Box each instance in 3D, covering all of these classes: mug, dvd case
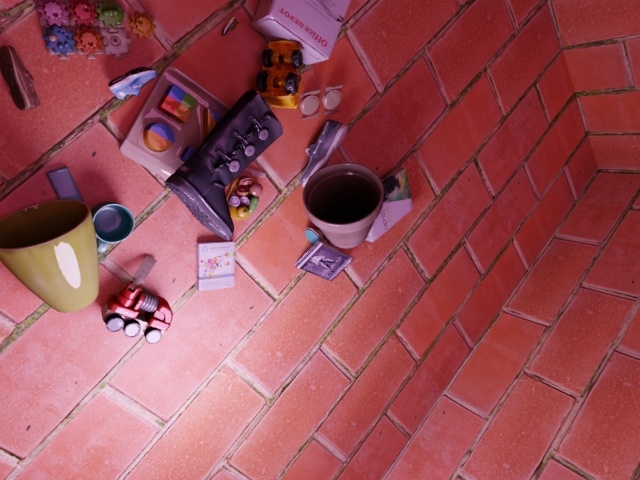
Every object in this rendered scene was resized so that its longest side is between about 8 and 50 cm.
[{"bbox_3d":[-0.703,-0.055,1.495,0.158,0.097,0.129,-41,123,-23],"label":"mug"},{"bbox_3d":[0.019,0.095,2.020,0.221,0.018,0.164,25,120,-36],"label":"dvd case"}]

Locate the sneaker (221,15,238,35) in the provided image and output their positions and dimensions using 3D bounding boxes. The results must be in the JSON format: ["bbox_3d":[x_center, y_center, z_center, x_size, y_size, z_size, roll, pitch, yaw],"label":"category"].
[{"bbox_3d":[-0.324,-0.769,1.640,0.035,0.031,0.083,35,80,-35],"label":"sneaker"}]

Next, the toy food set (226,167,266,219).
[{"bbox_3d":[-0.284,-0.180,1.772,0.128,0.071,0.217,22,87,-36],"label":"toy food set"}]

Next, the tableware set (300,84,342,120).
[{"bbox_3d":[-0.004,-0.580,1.885,0.194,0.039,0.128,-20,141,-24],"label":"tableware set"}]

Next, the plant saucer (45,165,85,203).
[{"bbox_3d":[-0.805,-0.139,1.461,0.067,0.018,0.191,-27,113,-27],"label":"plant saucer"}]

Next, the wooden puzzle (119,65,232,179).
[{"bbox_3d":[-0.471,-0.376,1.597,0.322,0.081,0.347,32,82,-35],"label":"wooden puzzle"}]

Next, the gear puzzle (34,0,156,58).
[{"bbox_3d":[-0.678,-0.662,1.415,0.339,0.044,0.175,-15,108,-31],"label":"gear puzzle"}]

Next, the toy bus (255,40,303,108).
[{"bbox_3d":[-0.131,-0.612,1.739,0.211,0.150,0.220,31,69,-71],"label":"toy bus"}]

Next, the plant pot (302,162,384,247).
[{"bbox_3d":[0.106,-0.118,1.909,0.323,0.323,0.280,-45,152,-18],"label":"plant pot"}]

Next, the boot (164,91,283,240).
[{"bbox_3d":[-0.300,-0.261,1.648,0.445,0.146,0.367,-56,150,-19],"label":"boot"}]

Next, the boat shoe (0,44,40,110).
[{"bbox_3d":[-0.873,-0.471,1.321,0.060,0.064,0.177,-42,127,-56],"label":"boat shoe"}]

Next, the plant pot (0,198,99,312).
[{"bbox_3d":[-0.795,0.068,1.386,0.275,0.275,0.293,-26,128,-27],"label":"plant pot"}]

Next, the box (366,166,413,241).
[{"bbox_3d":[0.308,-0.173,2.153,0.322,0.059,0.232,-39,127,-28],"label":"box"}]

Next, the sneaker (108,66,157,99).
[{"bbox_3d":[-0.610,-0.516,1.496,0.162,0.063,0.073,-35,135,-19],"label":"sneaker"}]

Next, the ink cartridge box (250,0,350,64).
[{"bbox_3d":[-0.050,-0.918,1.711,0.286,0.166,0.394,23,86,-35],"label":"ink cartridge box"}]

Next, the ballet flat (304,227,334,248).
[{"bbox_3d":[0.000,0.000,2.016,0.206,0.073,0.067,56,50,-35],"label":"ballet flat"}]

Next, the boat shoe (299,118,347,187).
[{"bbox_3d":[-0.007,-0.371,1.924,0.099,0.116,0.319,33,87,9],"label":"boat shoe"}]

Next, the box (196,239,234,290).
[{"bbox_3d":[-0.407,0.096,1.770,0.145,0.038,0.186,-4,101,-34],"label":"box"}]

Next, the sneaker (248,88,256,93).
[{"bbox_3d":[-0.262,-0.455,1.725,0.098,0.083,0.223,-16,105,-18],"label":"sneaker"}]

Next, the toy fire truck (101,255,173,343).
[{"bbox_3d":[-0.615,0.203,1.603,0.217,0.158,0.246,31,93,-34],"label":"toy fire truck"}]
